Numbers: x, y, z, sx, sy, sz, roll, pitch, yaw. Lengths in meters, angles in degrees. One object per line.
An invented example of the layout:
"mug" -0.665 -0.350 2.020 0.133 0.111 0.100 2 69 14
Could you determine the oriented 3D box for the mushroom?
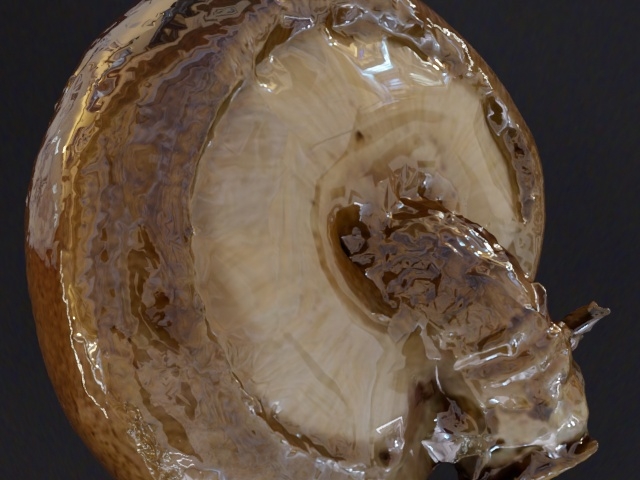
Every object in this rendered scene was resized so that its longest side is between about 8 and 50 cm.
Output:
"mushroom" -0.004 0.010 0.778 0.278 0.163 0.297 50 -133 -2
